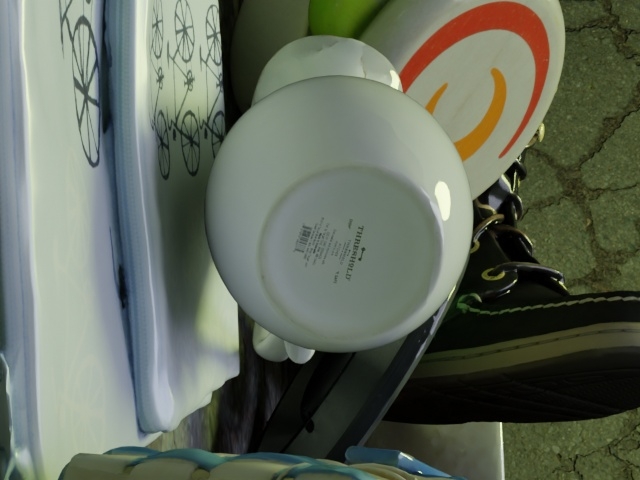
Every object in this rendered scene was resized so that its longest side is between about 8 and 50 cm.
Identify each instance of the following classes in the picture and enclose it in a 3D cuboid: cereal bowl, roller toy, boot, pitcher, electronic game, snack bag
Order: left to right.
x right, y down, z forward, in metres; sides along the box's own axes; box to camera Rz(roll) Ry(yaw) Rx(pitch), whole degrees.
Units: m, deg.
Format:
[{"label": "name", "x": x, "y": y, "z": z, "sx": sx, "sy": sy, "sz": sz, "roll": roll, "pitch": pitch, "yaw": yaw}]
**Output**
[{"label": "snack bag", "x": -0.084, "y": -0.064, "z": 0.705, "sx": 0.342, "sy": 0.037, "sz": 0.323, "roll": -23, "pitch": 111, "yaw": -82}, {"label": "pitcher", "x": 0.000, "y": 0.000, "z": 0.810, "sx": 0.207, "sy": 0.125, "sz": 0.177, "roll": -104, "pitch": -154, "yaw": -73}, {"label": "electronic game", "x": 0.023, "y": 0.084, "z": 1.026, "sx": 0.229, "sy": 0.048, "sz": 0.229, "roll": -56, "pitch": -175, "yaw": 8}, {"label": "roller toy", "x": 0.045, "y": -0.117, "z": 1.046, "sx": 0.146, "sy": 0.191, "sz": 0.209, "roll": 41, "pitch": -45, "yaw": 37}, {"label": "cereal bowl", "x": 0.084, "y": 0.225, "z": 1.427, "sx": 0.339, "sy": 0.141, "sz": 0.339, "roll": 1, "pitch": 90, "yaw": -87}, {"label": "boot", "x": 0.122, "y": -0.015, "z": 1.176, "sx": 0.377, "sy": 0.138, "sz": 0.284, "roll": -17, "pitch": -118, "yaw": 59}]

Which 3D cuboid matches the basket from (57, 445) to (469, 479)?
[{"label": "basket", "x": 0.013, "y": 0.194, "z": 0.597, "sx": 0.289, "sy": 0.201, "sz": 0.254, "roll": 37, "pitch": 58, "yaw": -47}]
